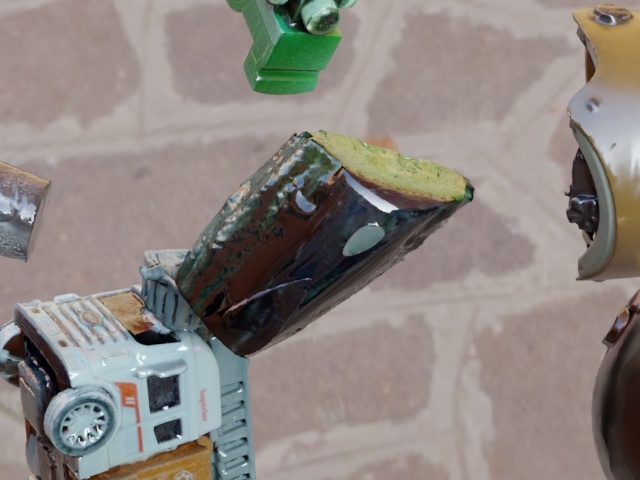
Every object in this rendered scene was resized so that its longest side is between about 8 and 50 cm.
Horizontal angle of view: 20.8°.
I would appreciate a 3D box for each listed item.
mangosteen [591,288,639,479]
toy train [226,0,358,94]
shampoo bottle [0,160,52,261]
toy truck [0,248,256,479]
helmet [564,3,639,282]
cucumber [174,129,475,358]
[{"bbox_3d":[0.252,0.093,0.968,0.210,0.210,0.210,-4,52,6],"label":"mangosteen"},{"bbox_3d":[-0.033,-0.193,1.189,0.071,0.104,0.178,-2,51,-29],"label":"toy train"},{"bbox_3d":[-0.276,-0.043,1.103,0.208,0.063,0.057,19,38,-3],"label":"shampoo bottle"},{"bbox_3d":[-0.137,0.163,1.328,0.184,0.338,0.133,-15,31,-26],"label":"toy truck"},{"bbox_3d":[0.245,-0.071,1.253,0.130,0.198,0.224,2,33,11],"label":"helmet"},{"bbox_3d":[0.000,0.000,1.159,0.193,0.115,0.085,-39,26,13],"label":"cucumber"}]
